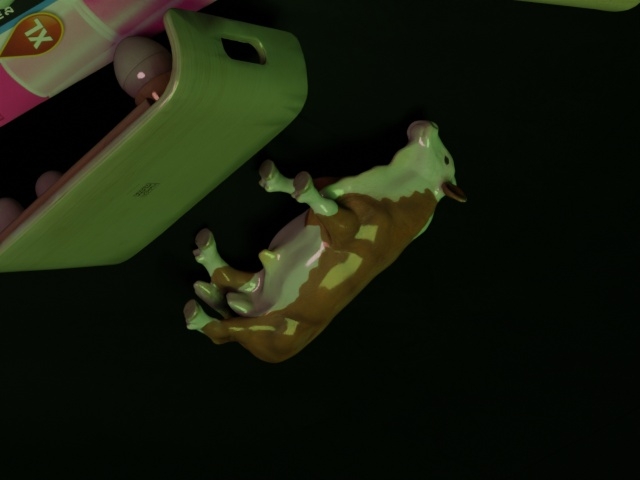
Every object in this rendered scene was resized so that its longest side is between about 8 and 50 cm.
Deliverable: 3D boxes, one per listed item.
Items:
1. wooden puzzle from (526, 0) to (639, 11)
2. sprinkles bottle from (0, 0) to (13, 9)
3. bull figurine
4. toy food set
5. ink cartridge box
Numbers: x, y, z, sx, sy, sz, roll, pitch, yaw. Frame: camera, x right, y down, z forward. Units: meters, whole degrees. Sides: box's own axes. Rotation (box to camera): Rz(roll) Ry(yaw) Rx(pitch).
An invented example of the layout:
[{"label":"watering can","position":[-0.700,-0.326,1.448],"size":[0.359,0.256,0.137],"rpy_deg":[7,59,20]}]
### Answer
[{"label":"wooden puzzle","position":[0.207,-0.356,1.427],"size":[0.322,0.080,0.348],"rpy_deg":[1,135,-30]},{"label":"sprinkles bottle","position":[-0.165,-0.333,1.166],"size":[0.355,0.121,0.121],"rpy_deg":[-50,135,10]},{"label":"bull figurine","position":[0.000,0.000,1.641],"size":[0.188,0.101,0.310],"rpy_deg":[23,115,-38]},{"label":"toy food set","position":[-0.172,-0.079,1.429],"size":[0.306,0.092,0.220],"rpy_deg":[-39,165,21]},{"label":"ink cartridge box","position":[-0.245,-0.198,1.338],"size":[0.371,0.069,0.175],"rpy_deg":[-29,139,3]}]
